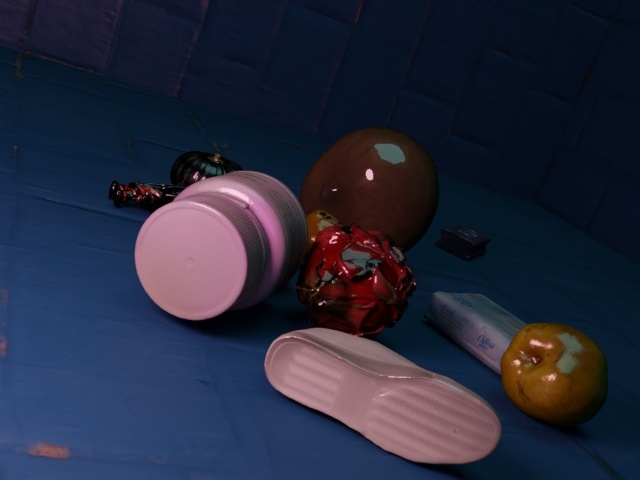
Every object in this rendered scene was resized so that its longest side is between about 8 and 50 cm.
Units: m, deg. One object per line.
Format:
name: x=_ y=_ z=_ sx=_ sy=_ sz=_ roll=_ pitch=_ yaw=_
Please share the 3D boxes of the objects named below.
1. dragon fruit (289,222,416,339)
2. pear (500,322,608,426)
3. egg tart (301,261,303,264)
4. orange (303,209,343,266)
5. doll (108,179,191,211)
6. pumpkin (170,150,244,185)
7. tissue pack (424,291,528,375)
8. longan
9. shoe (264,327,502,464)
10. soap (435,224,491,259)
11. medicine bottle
dragon fruit: x=0.046 y=0.076 z=1.484 sx=0.234 sy=0.234 sz=0.293 roll=32 pitch=13 yaw=37
pear: x=0.435 y=0.248 z=1.468 sx=0.200 sy=0.200 sz=0.200 roll=19 pitch=15 yaw=-5
egg tart: x=-0.128 y=0.032 z=1.646 sx=0.191 sy=0.074 sz=0.191 roll=19 pitch=1 yaw=0
orange: x=0.000 y=0.000 z=1.857 sx=0.154 sy=0.134 sz=0.155 roll=13 pitch=20 yaw=-5
doll: x=-0.360 y=-0.097 z=1.841 sx=0.248 sy=0.088 sz=0.127 roll=2 pitch=43 yaw=-27
pumpkin: x=-0.283 y=-0.157 z=2.023 sx=0.202 sy=0.140 sz=0.202 roll=16 pitch=17 yaw=-5
tissue pack: x=0.376 y=0.202 z=1.720 sx=0.177 sy=0.089 sz=0.263 roll=5 pitch=21 yaw=-39
longan: x=0.126 y=-0.116 z=2.007 sx=0.361 sy=0.361 sz=0.361 roll=19 pitch=15 yaw=-5
shoe: x=0.101 y=0.228 z=1.225 sx=0.363 sy=0.132 sz=0.160 roll=20 pitch=10 yaw=12
soap: x=0.465 y=0.003 z=2.569 sx=0.122 sy=0.065 sz=0.203 roll=27 pitch=16 yaw=22
medicine bottle: x=-0.169 y=0.007 z=1.402 sx=0.241 sy=0.241 sz=0.302 roll=23 pitch=15 yaw=11
